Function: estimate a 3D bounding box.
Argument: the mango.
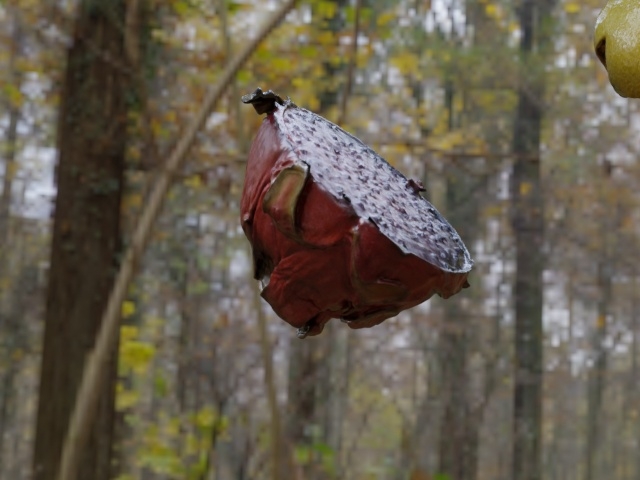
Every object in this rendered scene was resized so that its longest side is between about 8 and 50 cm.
[{"bbox_3d":[0.398,-0.221,1.742,0.130,0.167,0.262,24,-8,-33],"label":"mango"}]

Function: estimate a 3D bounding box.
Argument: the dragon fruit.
[{"bbox_3d":[0.003,0.003,1.349,0.223,0.218,0.148,23,-65,-43],"label":"dragon fruit"}]
